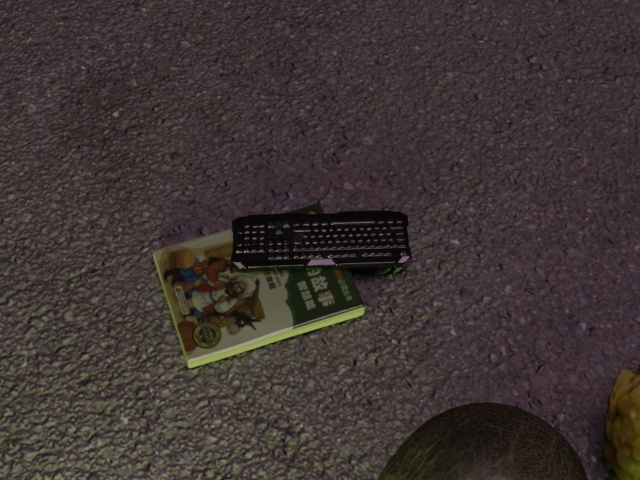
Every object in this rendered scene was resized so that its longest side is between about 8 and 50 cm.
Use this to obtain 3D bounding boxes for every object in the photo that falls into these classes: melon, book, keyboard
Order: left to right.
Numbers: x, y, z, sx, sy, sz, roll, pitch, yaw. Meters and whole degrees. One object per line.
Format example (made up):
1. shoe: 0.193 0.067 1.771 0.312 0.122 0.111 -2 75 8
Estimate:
1. book: -0.092 0.061 1.612 0.264 0.027 0.202 -16 55 -10
2. keyboard: 0.000 0.000 1.626 0.263 0.016 0.106 -2 54 0
3. melon: 0.172 0.341 1.287 0.249 0.248 0.329 33 68 21

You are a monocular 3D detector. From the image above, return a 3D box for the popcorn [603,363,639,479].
1. popcorn: 0.500 0.222 1.390 0.287 0.252 0.215 -11 15 -11
